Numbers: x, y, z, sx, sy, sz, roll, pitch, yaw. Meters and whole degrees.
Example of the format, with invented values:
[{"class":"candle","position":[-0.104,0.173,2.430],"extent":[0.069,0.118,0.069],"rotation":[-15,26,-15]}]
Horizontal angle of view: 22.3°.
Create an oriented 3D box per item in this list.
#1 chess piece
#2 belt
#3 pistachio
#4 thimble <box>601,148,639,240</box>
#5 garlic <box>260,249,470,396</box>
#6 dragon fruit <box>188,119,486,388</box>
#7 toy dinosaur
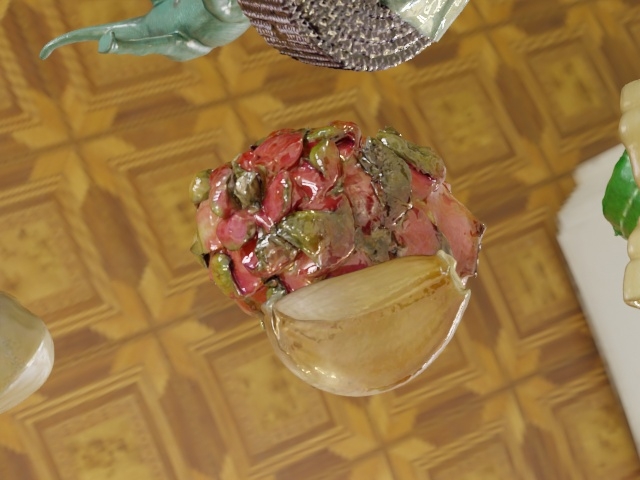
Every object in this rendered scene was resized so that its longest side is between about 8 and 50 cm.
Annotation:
[{"class":"chess piece","position":[0.192,-0.024,0.874],"extent":[0.066,0.066,0.122],"rotation":[12,75,-31]},{"class":"belt","position":[0.043,-0.304,1.374],"extent":[0.260,0.122,0.324],"rotation":[10,96,-36]},{"class":"pistachio","position":[-0.344,0.117,1.516],"extent":[0.126,0.223,0.152],"rotation":[49,35,-31]},{"class":"thimble","position":[0.270,-0.039,1.174],"extent":[0.090,0.130,0.118],"rotation":[44,14,25]},{"class":"garlic","position":[0.030,0.084,1.465],"extent":[0.207,0.128,0.115],"rotation":[-13,92,-28]},{"class":"dragon fruit","position":[0.000,0.000,1.691],"extent":[0.291,0.269,0.250],"rotation":[21,72,-13]},{"class":"toy dinosaur","position":[-0.097,-0.258,1.949],"extent":[0.331,0.383,0.129],"rotation":[14,63,-38]}]
